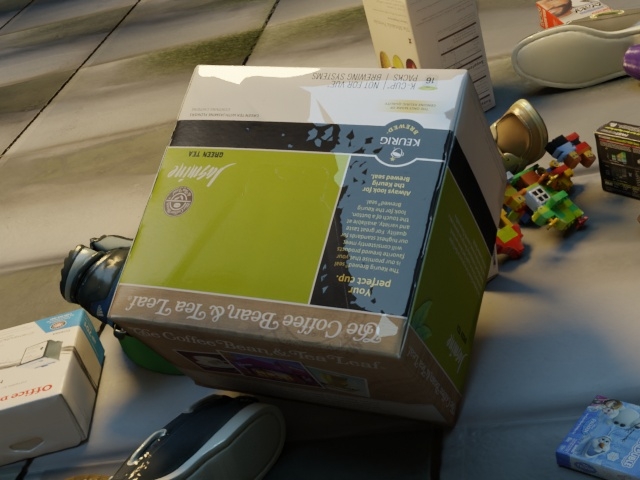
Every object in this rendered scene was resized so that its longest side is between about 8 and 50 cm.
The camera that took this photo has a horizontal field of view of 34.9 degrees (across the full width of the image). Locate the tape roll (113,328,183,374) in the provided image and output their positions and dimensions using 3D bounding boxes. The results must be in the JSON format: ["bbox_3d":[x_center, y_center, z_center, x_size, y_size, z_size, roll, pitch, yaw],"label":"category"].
[{"bbox_3d":[-0.135,0.053,1.397,0.321,0.077,0.321,-13,28,7],"label":"tape roll"}]

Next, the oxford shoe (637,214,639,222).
[{"bbox_3d":[0.492,-0.041,1.233,0.212,0.076,0.076,-19,15,33],"label":"oxford shoe"}]

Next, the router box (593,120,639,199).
[{"bbox_3d":[0.425,-0.102,1.344,0.038,0.092,0.122,-33,33,-26],"label":"router box"}]

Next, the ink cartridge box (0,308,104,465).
[{"bbox_3d":[-0.362,0.183,1.290,0.140,0.082,0.190,-15,27,4],"label":"ink cartridge box"}]

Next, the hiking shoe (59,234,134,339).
[{"bbox_3d":[-0.183,0.029,1.311,0.132,0.113,0.304,39,49,22],"label":"hiking shoe"}]

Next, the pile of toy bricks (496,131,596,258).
[{"bbox_3d":[0.302,-0.053,1.340,0.212,0.118,0.105,-28,68,-39],"label":"pile of toy bricks"}]

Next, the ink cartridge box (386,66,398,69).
[{"bbox_3d":[0.071,-0.148,1.493,0.176,0.127,0.128,-19,64,32],"label":"ink cartridge box"}]

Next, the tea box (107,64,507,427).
[{"bbox_3d":[0.000,0.000,1.112,0.329,0.220,0.323,6,65,25],"label":"tea box"}]

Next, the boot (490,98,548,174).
[{"bbox_3d":[0.212,-0.102,1.393,0.165,0.077,0.213,-27,-13,-14],"label":"boot"}]

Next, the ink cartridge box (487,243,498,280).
[{"bbox_3d":[0.127,-0.073,1.319,0.045,0.224,0.223,-27,30,-34],"label":"ink cartridge box"}]

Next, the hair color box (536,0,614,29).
[{"bbox_3d":[0.478,-0.417,1.906,0.093,0.053,0.167,-19,28,0],"label":"hair color box"}]

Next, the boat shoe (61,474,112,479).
[{"bbox_3d":[-0.281,0.292,1.103,0.153,0.048,0.056,-10,17,-1],"label":"boat shoe"}]

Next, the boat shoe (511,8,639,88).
[{"bbox_3d":[0.470,-0.327,1.702,0.305,0.109,0.091,-6,30,8],"label":"boat shoe"}]

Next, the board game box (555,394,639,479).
[{"bbox_3d":[0.288,0.193,0.980,0.090,0.020,0.090,11,40,39],"label":"board game box"}]

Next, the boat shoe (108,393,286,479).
[{"bbox_3d":[-0.162,0.258,1.031,0.091,0.114,0.302,10,27,39],"label":"boat shoe"}]

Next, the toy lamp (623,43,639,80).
[{"bbox_3d":[0.586,-0.257,1.545,0.080,0.080,0.275,-33,32,-26],"label":"toy lamp"}]

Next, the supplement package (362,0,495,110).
[{"bbox_3d":[0.181,-0.320,1.699,0.134,0.244,0.139,-28,30,-21],"label":"supplement package"}]
